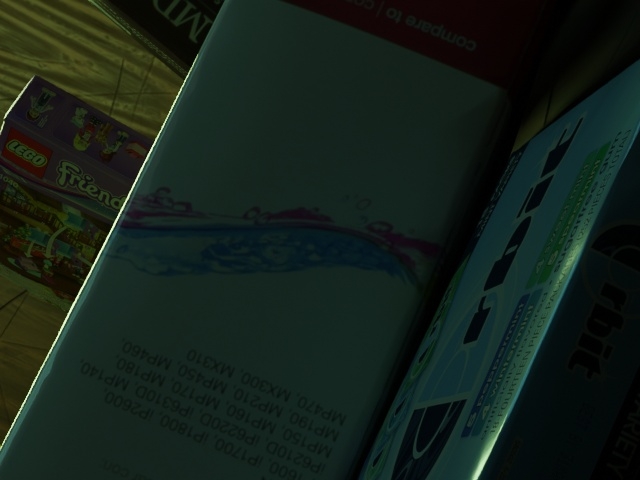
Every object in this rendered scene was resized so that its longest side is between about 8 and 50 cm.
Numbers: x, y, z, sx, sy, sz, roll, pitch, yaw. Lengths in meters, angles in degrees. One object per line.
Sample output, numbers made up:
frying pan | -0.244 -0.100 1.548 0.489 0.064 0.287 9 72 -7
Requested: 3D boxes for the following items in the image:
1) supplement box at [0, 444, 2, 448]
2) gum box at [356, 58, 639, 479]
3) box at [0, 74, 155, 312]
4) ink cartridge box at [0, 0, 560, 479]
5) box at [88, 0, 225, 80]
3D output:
supplement box | -0.281 0.381 1.456 0.357 0.194 0.195 -63 4 -1
gum box | 0.067 0.030 0.536 0.157 0.041 0.184 -64 4 -10
box | -0.145 0.009 1.445 0.057 0.293 0.201 -63 4 -40
ink cartridge box | -0.016 0.028 0.745 0.226 0.131 0.306 97 -162 -70
box | 0.037 -0.247 1.083 0.381 0.191 0.143 -51 5 0
